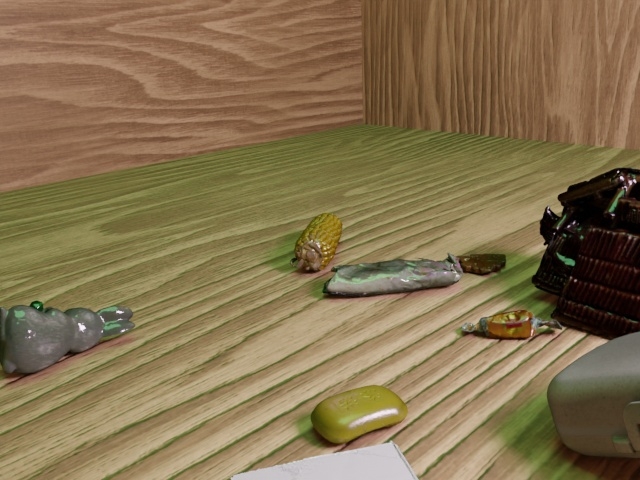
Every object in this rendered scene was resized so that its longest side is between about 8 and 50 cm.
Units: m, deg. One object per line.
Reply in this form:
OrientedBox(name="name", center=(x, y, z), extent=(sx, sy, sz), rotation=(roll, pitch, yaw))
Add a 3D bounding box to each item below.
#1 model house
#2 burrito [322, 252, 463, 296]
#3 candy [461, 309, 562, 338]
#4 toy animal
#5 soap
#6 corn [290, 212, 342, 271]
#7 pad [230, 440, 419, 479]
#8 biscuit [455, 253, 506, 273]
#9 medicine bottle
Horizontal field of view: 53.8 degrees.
OrientedBox(name="model house", center=(0.523, 0.032, 1.196), extent=(0.317, 0.297, 0.282), rotation=(22, 74, 41))
OrientedBox(name="burrito", center=(0.156, 0.078, 1.363), extent=(0.309, 0.066, 0.096), rotation=(-7, 21, -5))
OrientedBox(name="candy", center=(0.349, 0.152, 1.148), extent=(0.182, 0.046, 0.053), rotation=(-2, 16, 6))
OrientedBox(name="toy animal", center=(-0.462, 0.173, 1.131), extent=(0.236, 0.138, 0.108), rotation=(11, -36, -44))
OrientedBox(name="soap", center=(0.056, 0.245, 0.902), extent=(0.140, 0.045, 0.089), rotation=(-11, 17, -25))
OrientedBox(name="corn", center=(0.000, 0.000, 1.579), extent=(0.106, 0.106, 0.293), rotation=(2, 16, 11))
OrientedBox(name="pad", center=(0.012, 0.312, 0.769), extent=(0.232, 0.004, 0.156), rotation=(-7, 19, -14))
OrientedBox(name="biscuit", center=(0.386, 0.054, 1.482), extent=(0.130, 0.019, 0.119), rotation=(-11, 20, -24))
OrientedBox(name="medicine bottle", center=(0.480, 0.171, 0.756), extent=(0.282, 0.123, 0.375), rotation=(-18, -2, -37))
